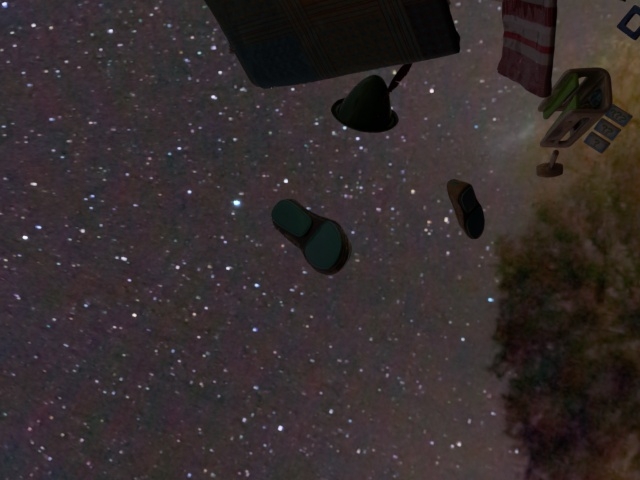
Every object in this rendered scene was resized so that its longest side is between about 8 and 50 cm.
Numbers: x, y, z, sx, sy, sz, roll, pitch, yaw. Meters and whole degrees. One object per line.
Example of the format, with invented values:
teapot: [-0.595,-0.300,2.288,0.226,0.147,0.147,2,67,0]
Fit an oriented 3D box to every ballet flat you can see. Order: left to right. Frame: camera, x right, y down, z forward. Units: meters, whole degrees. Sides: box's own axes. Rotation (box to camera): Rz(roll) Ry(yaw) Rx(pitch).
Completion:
ballet flat: [0.000,0.000,2.011,0.182,0.483,0.164,37,-88,-38]
ballet flat: [0.401,-0.092,1.648,0.080,0.073,0.232,-43,-41,-11]

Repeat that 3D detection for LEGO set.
LEGO set: [0.889,-0.414,2.012,0.060,0.244,0.182,-41,-17,-29]

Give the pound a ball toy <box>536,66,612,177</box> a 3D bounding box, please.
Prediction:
pound a ball toy: [0.708,-0.317,1.668,0.319,0.135,0.208,69,-158,-78]

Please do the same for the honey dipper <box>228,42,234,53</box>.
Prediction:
honey dipper: [-0.225,-0.564,1.532,0.030,0.030,0.161,-10,-81,-51]

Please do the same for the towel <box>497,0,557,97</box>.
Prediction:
towel: [0.404,-0.467,1.167,0.237,0.037,0.329,-99,2,-64]

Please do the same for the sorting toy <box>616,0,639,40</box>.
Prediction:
sorting toy: [0.813,-0.622,1.349,0.047,0.347,0.196,1,-120,-39]

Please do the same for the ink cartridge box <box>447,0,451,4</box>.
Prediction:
ink cartridge box: [0.211,-0.610,1.462,0.179,0.145,0.045,53,-156,-7]

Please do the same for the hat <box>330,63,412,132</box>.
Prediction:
hat: [0.133,-0.390,1.458,0.208,0.172,0.184,-50,-21,-49]

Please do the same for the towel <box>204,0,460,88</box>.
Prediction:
towel: [-0.004,-0.360,0.880,0.271,0.370,0.040,58,-137,-40]
